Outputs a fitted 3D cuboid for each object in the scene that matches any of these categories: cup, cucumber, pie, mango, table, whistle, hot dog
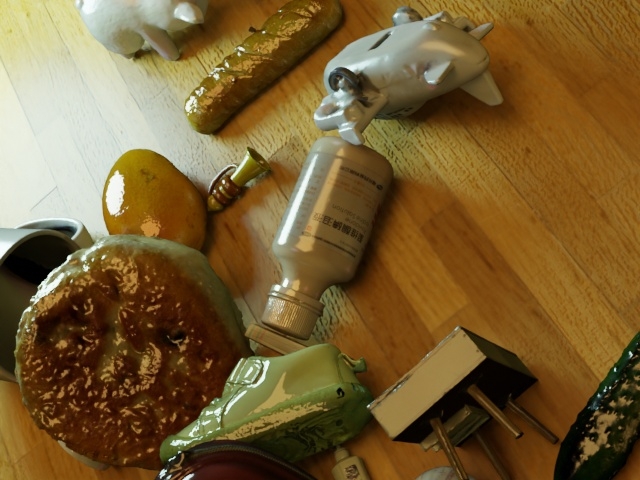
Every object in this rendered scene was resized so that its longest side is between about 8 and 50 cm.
[{"bbox_3d":[-0.459,0.069,1.478,0.258,0.219,0.289,3,41,32],"label":"cup"},{"bbox_3d":[0.315,0.170,1.049,0.069,0.069,0.227,30,82,36],"label":"cucumber"},{"bbox_3d":[-0.234,0.145,1.276,0.315,0.092,0.315,1,83,-9],"label":"pie"},{"bbox_3d":[-0.246,-0.052,1.450,0.141,0.102,0.217,-36,54,18],"label":"mango"},{"bbox_3d":[0.163,0.181,1.029,0.121,0.240,0.111,-43,65,10],"label":"table"},{"bbox_3d":[-0.128,-0.089,1.437,0.109,0.046,0.057,-39,70,18],"label":"whistle"},{"bbox_3d":[-0.088,-0.262,1.477,0.286,0.061,0.088,-44,66,9],"label":"hot dog"}]

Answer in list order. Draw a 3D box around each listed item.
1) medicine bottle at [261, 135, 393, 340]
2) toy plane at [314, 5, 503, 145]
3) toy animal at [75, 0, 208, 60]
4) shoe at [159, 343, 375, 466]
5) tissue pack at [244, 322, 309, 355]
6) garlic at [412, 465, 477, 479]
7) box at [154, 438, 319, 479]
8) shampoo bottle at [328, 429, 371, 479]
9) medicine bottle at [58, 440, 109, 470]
[{"bbox_3d":[0.000,0.000,1.276,0.114,0.114,0.252,16,78,35],"label":"medicine bottle"},{"bbox_3d":[0.108,-0.213,1.280,0.267,0.122,0.267,-25,25,13],"label":"toy plane"},{"bbox_3d":[-0.236,-0.364,1.569,0.282,0.138,0.140,0,77,23],"label":"toy animal"},{"bbox_3d":[-0.058,0.212,1.192,0.262,0.140,0.128,-21,43,14],"label":"shoe"},{"bbox_3d":[-0.040,0.136,1.278,0.108,0.056,0.023,20,81,34],"label":"tissue pack"},{"bbox_3d":[0.101,0.322,1.012,0.199,0.226,0.199,-10,70,29],"label":"garlic"},{"bbox_3d":[-0.139,0.411,1.102,0.404,0.263,0.108,-55,22,5],"label":"box"},{"bbox_3d":[0.039,0.288,1.180,0.049,0.034,0.141,-37,54,17],"label":"shampoo bottle"},{"bbox_3d":[-0.270,0.212,1.365,0.086,0.086,0.183,35,90,36],"label":"medicine bottle"}]
